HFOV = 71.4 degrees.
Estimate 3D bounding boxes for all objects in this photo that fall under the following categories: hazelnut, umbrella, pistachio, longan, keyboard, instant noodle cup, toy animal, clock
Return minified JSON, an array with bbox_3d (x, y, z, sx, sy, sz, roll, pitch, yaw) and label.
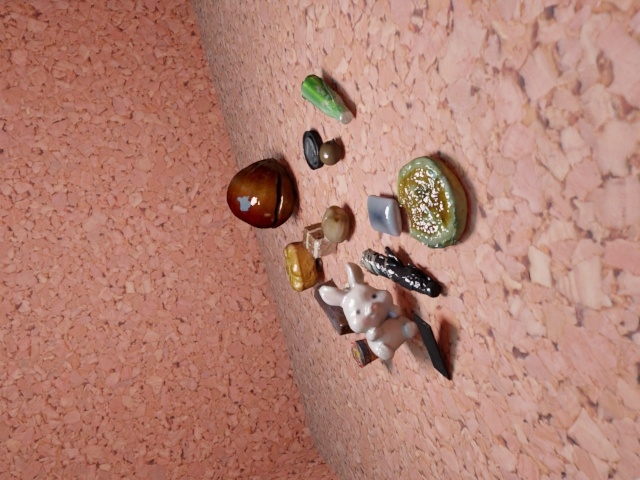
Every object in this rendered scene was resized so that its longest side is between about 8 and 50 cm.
[{"bbox_3d":[-0.345,-0.261,2.532,0.429,0.402,0.402,-119,21,-61],"label":"hazelnut"},{"bbox_3d":[0.285,0.110,1.570,0.358,0.106,0.113,24,162,52],"label":"umbrella"},{"bbox_3d":[0.064,-0.066,1.958,0.206,0.131,0.129,94,160,-55],"label":"pistachio"},{"bbox_3d":[0.043,-0.365,1.835,0.113,0.092,0.113,-171,90,-76],"label":"longan"},{"bbox_3d":[0.364,0.320,1.491,0.103,0.041,0.381,37,150,59],"label":"keyboard"},{"bbox_3d":[0.219,0.479,1.964,0.127,0.136,0.127,164,90,-70],"label":"instant noodle cup"},{"bbox_3d":[0.176,0.266,1.684,0.367,0.196,0.241,49,166,-12],"label":"toy animal"},{"bbox_3d":[-0.032,-0.419,2.061,0.184,0.040,0.184,164,90,-71],"label":"clock"}]

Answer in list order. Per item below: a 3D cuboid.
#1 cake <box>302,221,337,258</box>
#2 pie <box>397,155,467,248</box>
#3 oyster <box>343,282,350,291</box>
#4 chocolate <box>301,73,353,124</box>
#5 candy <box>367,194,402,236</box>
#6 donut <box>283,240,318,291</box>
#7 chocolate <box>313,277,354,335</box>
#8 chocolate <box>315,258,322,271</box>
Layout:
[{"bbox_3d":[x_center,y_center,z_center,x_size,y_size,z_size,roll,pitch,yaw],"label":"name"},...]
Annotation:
[{"bbox_3d":[0.000,0.000,2.181,0.147,0.135,0.134,51,150,36],"label":"cake"},{"bbox_3d":[0.324,-0.110,1.327,0.302,0.067,0.302,52,151,44],"label":"pie"},{"bbox_3d":[0.183,0.241,1.990,0.191,0.081,0.163,33,163,39],"label":"oyster"},{"bbox_3d":[0.031,-0.538,1.725,0.291,0.110,0.110,53,152,39],"label":"chocolate"},{"bbox_3d":[0.228,-0.090,1.586,0.174,0.071,0.138,-154,50,-65],"label":"candy"},{"bbox_3d":[-0.115,0.140,2.506,0.317,0.150,0.299,-112,13,-45],"label":"donut"},{"bbox_3d":[0.074,0.339,2.276,0.321,0.112,0.112,54,150,42],"label":"chocolate"},{"bbox_3d":[-0.015,0.130,2.464,0.100,0.031,0.064,100,152,-53],"label":"chocolate"}]
